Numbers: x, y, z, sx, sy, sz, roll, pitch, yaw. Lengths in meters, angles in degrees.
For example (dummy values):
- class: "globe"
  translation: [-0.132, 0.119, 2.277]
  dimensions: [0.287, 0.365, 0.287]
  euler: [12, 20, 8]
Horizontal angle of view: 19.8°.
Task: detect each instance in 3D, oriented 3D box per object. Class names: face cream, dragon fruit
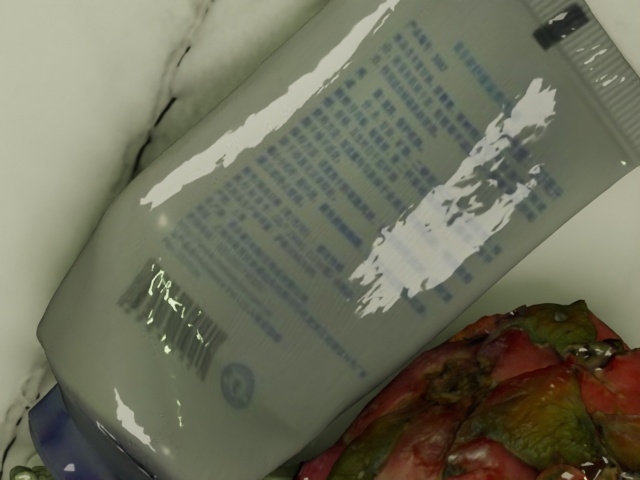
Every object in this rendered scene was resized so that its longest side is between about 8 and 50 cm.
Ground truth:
- class: "face cream"
  translation: [0.000, 0.000, 1.089]
  dimensions: [0.420, 0.137, 0.235]
  euler: [-41, 121, 4]
- class: "dragon fruit"
  translation: [0.154, 0.222, 1.104]
  dimensions: [0.314, 0.263, 0.296]
  euler: [-41, 121, -7]

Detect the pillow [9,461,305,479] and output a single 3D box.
- class: "pillow"
  translation: [-0.081, 0.264, 1.230]
  dimensions: [0.274, 0.076, 0.281]
  euler: [1, 115, -16]
